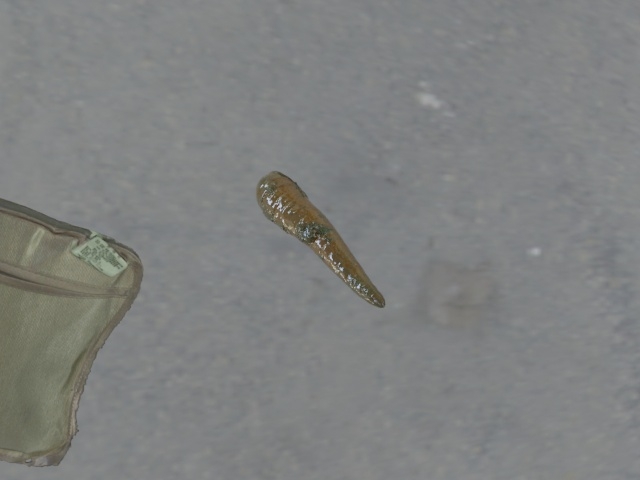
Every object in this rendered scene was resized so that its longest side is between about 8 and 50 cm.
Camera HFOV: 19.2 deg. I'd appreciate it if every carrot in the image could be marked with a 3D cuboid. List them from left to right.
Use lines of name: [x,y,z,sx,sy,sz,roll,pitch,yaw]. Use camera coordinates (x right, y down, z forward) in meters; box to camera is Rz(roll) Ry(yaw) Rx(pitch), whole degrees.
carrot: [0.000,0.000,1.928,0.049,0.049,0.254,-58,42,13]

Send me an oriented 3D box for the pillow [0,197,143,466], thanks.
pillow: [-0.195,0.062,1.172,0.130,0.038,0.233,16,133,-11]
